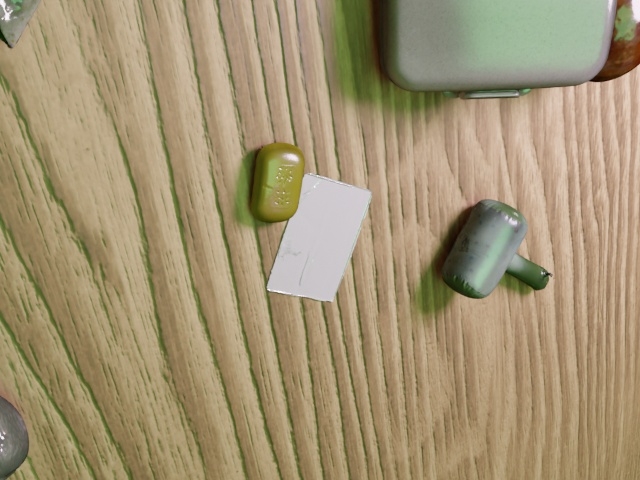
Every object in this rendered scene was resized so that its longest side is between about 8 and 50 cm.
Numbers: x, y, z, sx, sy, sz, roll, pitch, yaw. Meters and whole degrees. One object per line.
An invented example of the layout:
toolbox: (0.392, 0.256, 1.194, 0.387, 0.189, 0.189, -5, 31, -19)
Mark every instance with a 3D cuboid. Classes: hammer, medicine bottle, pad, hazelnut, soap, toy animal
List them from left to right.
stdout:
toy animal: (-0.511, 0.242, 0.927, 0.108, 0.138, 0.236, -13, 92, 17)
soap: (-0.071, -0.095, 1.063, 0.089, 0.045, 0.140, 1, 108, -26)
pad: (0.000, 0.000, 1.163, 0.156, 0.004, 0.232, 13, 102, -33)
medicine bottle: (0.286, -0.374, 1.035, 0.375, 0.123, 0.282, -2, 113, 0)
hammer: (0.410, 0.051, 1.358, 0.335, 0.119, 0.206, 23, 98, -40)
hazelnut: (0.501, -0.411, 1.154, 0.218, 0.234, 0.218, -31, 158, -14)

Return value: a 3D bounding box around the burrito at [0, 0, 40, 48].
burrito: (-0.359, -0.389, 0.780, 0.096, 0.066, 0.309, 23, 99, -36)
